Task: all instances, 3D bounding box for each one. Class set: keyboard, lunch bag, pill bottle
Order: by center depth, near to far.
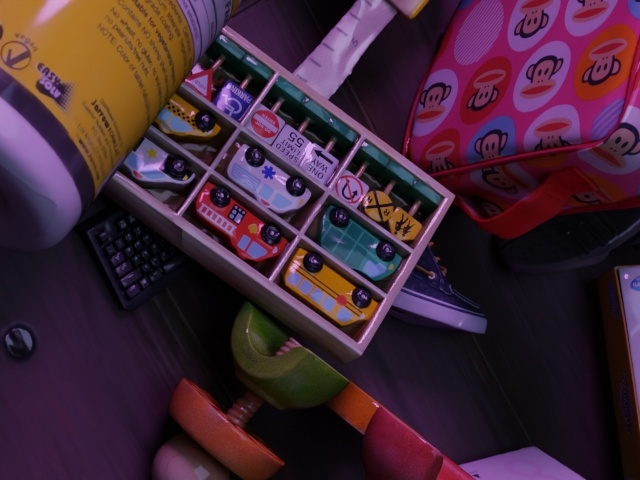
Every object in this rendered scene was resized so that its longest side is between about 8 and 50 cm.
[{"bbox_3d":[-0.169,-0.171,1.073,0.188,0.188,0.334,45,61,-23],"label":"pill bottle"},{"bbox_3d":[-0.109,-0.033,1.202,0.180,0.023,0.108,-36,105,-34],"label":"keyboard"},{"bbox_3d":[0.196,-0.121,1.265,0.120,0.293,0.258,30,72,-28],"label":"lunch bag"}]

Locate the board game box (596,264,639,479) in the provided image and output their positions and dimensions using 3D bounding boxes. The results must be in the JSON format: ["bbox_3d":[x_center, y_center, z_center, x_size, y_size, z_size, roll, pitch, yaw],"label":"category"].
[{"bbox_3d":[0.400,0.174,1.429,0.242,0.064,0.317,-3,77,-8],"label":"board game box"}]

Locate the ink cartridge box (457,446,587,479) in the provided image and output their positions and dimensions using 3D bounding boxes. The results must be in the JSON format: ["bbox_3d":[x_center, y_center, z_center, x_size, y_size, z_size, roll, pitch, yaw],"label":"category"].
[{"bbox_3d":[0.182,0.254,1.252,0.189,0.232,0.066,-6,109,-37],"label":"ink cartridge box"}]

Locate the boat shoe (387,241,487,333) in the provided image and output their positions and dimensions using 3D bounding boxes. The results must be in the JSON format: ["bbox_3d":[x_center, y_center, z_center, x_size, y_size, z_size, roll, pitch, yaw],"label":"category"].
[{"bbox_3d":[0.081,0.024,1.293,0.183,0.065,0.083,21,78,-40],"label":"boat shoe"}]

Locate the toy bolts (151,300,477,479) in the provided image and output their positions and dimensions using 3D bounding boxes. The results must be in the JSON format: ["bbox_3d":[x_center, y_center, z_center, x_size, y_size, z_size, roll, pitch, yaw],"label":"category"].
[{"bbox_3d":[0.001,0.190,1.161,0.158,0.228,0.218,-52,137,-3],"label":"toy bolts"}]

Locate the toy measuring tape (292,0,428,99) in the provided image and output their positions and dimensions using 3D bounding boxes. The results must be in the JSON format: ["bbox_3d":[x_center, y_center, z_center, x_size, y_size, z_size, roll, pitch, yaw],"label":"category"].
[{"bbox_3d":[0.044,-0.223,1.307,0.121,0.121,0.330,41,86,-25],"label":"toy measuring tape"}]

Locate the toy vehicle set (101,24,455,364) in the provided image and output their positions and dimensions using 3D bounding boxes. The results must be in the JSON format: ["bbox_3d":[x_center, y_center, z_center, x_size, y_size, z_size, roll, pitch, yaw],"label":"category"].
[{"bbox_3d":[-0.042,-0.046,1.191,0.267,0.035,0.166,36,63,-8],"label":"toy vehicle set"}]

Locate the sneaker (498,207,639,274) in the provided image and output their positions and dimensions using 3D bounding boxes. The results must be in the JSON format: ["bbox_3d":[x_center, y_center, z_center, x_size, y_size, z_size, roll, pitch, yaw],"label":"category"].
[{"bbox_3d":[0.274,-0.015,1.425,0.227,0.130,0.087,-29,61,-6],"label":"sneaker"}]
